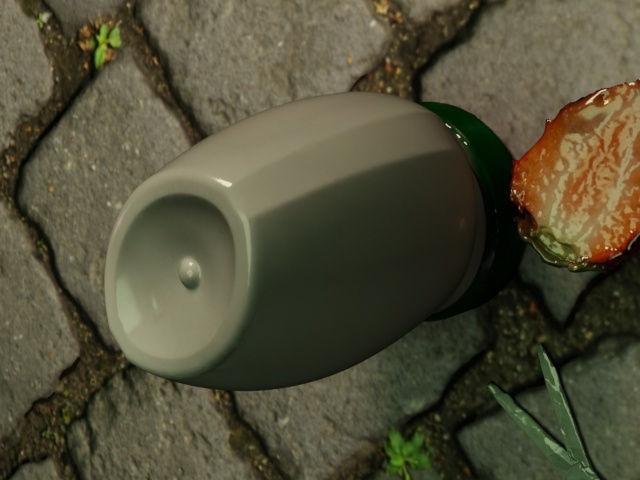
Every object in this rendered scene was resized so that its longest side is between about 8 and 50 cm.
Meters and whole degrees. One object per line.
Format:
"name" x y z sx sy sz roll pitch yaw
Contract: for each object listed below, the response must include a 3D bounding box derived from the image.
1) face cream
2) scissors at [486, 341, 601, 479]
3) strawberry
"face cream" 0.000 0.000 1.420 0.312 0.357 0.219 -48 67 38
"scissors" 0.243 0.218 1.485 0.144 0.017 0.247 -44 69 39
"strawberry" 0.241 -0.058 1.378 0.146 0.082 0.187 36 116 25
